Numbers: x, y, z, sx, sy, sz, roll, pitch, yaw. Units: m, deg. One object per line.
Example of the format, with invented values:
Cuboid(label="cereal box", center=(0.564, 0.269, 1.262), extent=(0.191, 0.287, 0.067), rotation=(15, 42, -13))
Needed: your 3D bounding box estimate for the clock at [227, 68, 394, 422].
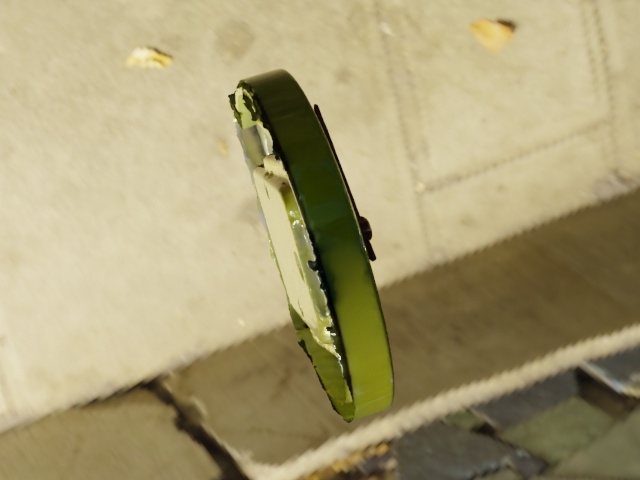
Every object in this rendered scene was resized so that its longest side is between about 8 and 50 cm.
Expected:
Cuboid(label="clock", center=(0.004, -0.001, 1.395), extent=(0.071, 0.293, 0.277), rotation=(-17, 109, -6))
